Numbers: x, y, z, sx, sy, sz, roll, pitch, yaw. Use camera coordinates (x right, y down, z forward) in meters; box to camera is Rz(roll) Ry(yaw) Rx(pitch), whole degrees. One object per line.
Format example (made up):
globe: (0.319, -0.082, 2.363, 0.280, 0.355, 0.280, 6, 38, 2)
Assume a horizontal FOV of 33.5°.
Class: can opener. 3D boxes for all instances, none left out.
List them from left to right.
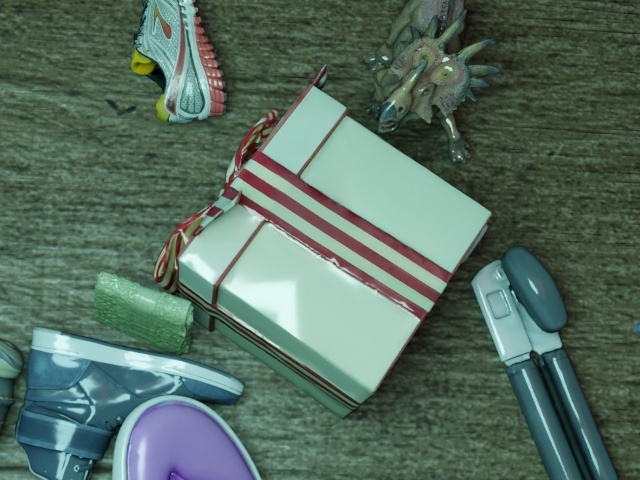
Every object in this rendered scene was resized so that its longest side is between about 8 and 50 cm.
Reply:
can opener: (0.249, 0.145, 1.163, 0.076, 0.095, 0.283, -18, 77, -11)

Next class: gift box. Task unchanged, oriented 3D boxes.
gift box: (0.000, 0.000, 1.087, 0.258, 0.276, 0.255, 34, 68, 5)

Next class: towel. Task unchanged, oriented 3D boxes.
towel: (-0.183, 0.076, 1.101, 0.110, 0.148, 0.027, 22, 68, -1)

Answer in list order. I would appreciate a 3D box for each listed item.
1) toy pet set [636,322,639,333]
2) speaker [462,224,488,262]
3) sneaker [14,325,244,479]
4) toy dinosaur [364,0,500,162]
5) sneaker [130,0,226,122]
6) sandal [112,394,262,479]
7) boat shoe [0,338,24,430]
toy pet set: (0.451, 0.089, 1.220, 0.114, 0.065, 0.122, 41, 74, 5)
speaker: (0.124, -0.032, 1.220, 0.136, 0.055, 0.055, 35, 73, 4)
sneaker: (-0.202, 0.190, 1.104, 0.226, 0.086, 0.163, 12, 81, -11)
toy dinosaur: (0.123, -0.220, 1.187, 0.127, 0.200, 0.295, 4, 63, -3)
sneaker: (-0.182, -0.240, 1.224, 0.093, 0.088, 0.225, -18, 77, -10)
sandal: (-0.076, 0.345, 1.028, 0.169, 0.102, 0.416, -15, 87, -45)
boat shoe: (-0.481, 0.145, 1.054, 0.355, 0.132, 0.130, 5, 81, 1)
